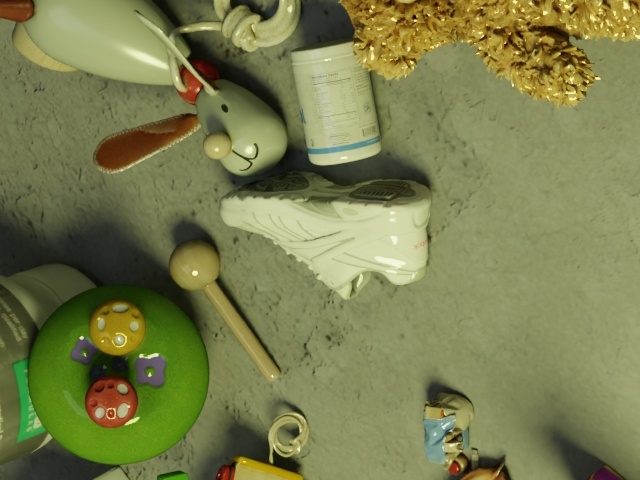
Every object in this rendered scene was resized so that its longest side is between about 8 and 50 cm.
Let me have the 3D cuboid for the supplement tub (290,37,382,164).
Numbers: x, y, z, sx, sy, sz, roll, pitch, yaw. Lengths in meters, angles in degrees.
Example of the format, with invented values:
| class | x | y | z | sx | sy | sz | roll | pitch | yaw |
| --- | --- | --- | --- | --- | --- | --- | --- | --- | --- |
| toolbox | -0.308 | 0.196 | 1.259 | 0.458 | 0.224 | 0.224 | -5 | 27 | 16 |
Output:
| class | x | y | z | sx | sy | sz | roll | pitch | yaw |
| --- | --- | --- | --- | --- | --- | --- | --- | --- | --- |
| supplement tub | 0.014 | -0.127 | 1.586 | 0.071 | 0.071 | 0.107 | -3 | 102 | 38 |

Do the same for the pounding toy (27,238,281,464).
| class | x | y | z | sx | sy | sz | roll | pitch | yaw |
| --- | --- | --- | --- | --- | --- | --- | --- | --- | --- |
| pounding toy | -0.177 | 0.112 | 1.705 | 0.183 | 0.236 | 0.110 | 60 | 171 | 8 |

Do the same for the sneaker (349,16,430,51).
| class | x | y | z | sx | sy | sz | roll | pitch | yaw |
| --- | --- | --- | --- | --- | --- | --- | --- | --- | --- |
| sneaker | 0.106 | -0.199 | 1.510 | 0.175 | 0.064 | 0.067 | 3 | 131 | 38 |

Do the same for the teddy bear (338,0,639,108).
| class | x | y | z | sx | sy | sz | roll | pitch | yaw |
| --- | --- | --- | --- | --- | --- | --- | --- | --- | --- |
| teddy bear | 0.169 | -0.225 | 1.368 | 0.338 | 0.113 | 0.245 | 14 | 105 | 15 |

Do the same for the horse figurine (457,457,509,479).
| class | x | y | z | sx | sy | sz | roll | pitch | yaw |
| --- | --- | --- | --- | --- | --- | --- | --- | --- | --- |
| horse figurine | 0.105 | 0.330 | 1.674 | 0.263 | 0.066 | 0.174 | -25 | 95 | 37 |

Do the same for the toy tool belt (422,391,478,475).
| class | x | y | z | sx | sy | sz | roll | pitch | yaw |
| --- | --- | --- | --- | --- | --- | --- | --- | --- | --- |
| toy tool belt | 0.115 | 0.187 | 1.626 | 0.052 | 0.051 | 0.083 | 3 | 107 | 37 |

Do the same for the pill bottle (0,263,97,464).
| class | x | y | z | sx | sy | sz | roll | pitch | yaw |
| --- | --- | --- | --- | --- | --- | --- | --- | --- | --- |
| pill bottle | -0.391 | 0.149 | 1.791 | 0.204 | 0.361 | 0.204 | 16 | 115 | 38 |

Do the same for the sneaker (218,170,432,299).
| class | x | y | z | sx | sy | sz | roll | pitch | yaw |
| --- | --- | --- | --- | --- | --- | --- | --- | --- | --- |
| sneaker | 0.000 | 0.000 | 1.630 | 0.232 | 0.090 | 0.115 | 8 | 113 | 36 |

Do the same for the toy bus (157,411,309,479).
| class | x | y | z | sx | sy | sz | roll | pitch | yaw |
| --- | --- | --- | --- | --- | --- | --- | --- | --- | --- |
| toy bus | -0.086 | 0.295 | 1.777 | 0.191 | 0.202 | 0.104 | 66 | 161 | -9 |

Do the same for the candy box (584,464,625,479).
| class | x | y | z | sx | sy | sz | roll | pitch | yaw |
| --- | --- | --- | --- | --- | --- | --- | --- | --- | --- |
| candy box | 0.235 | 0.269 | 1.474 | 0.109 | 0.186 | 0.053 | 38 | 122 | 22 |

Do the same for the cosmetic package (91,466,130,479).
| class | x | y | z | sx | sy | sz | roll | pitch | yaw |
| --- | --- | --- | --- | --- | --- | --- | --- | --- | --- |
| cosmetic package | -0.254 | 0.418 | 1.931 | 0.224 | 0.138 | 0.225 | 50 | 129 | 13 |

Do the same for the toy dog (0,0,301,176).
| class | x | y | z | sx | sy | sz | roll | pitch | yaw |
| --- | --- | --- | --- | --- | --- | --- | --- | --- | --- |
| toy dog | -0.193 | -0.180 | 1.667 | 0.333 | 0.161 | 0.220 | 20 | 117 | 31 |
